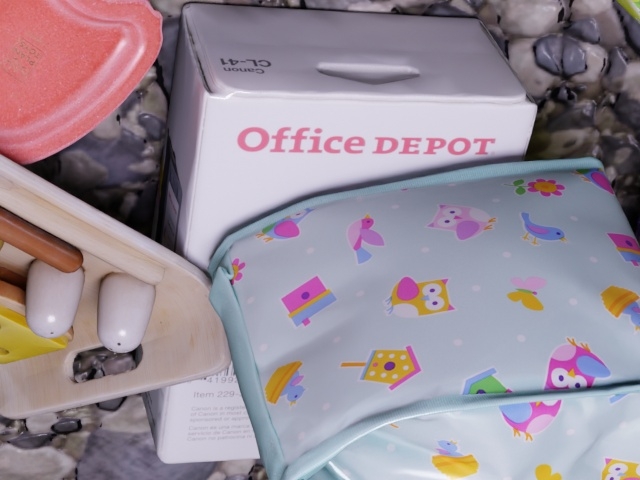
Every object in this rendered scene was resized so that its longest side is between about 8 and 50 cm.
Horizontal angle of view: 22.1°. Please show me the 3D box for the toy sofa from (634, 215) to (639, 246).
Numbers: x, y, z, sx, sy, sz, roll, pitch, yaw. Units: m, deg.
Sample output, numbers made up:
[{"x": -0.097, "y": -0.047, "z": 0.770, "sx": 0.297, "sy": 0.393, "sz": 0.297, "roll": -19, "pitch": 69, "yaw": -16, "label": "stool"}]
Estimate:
[{"x": 0.315, "y": -0.018, "z": 1.239, "sx": 0.150, "sy": 0.177, "sz": 0.362, "roll": 12, "pitch": 125, "yaw": 6, "label": "toy sofa"}]

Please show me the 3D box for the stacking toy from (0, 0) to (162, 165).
[{"x": -0.200, "y": -0.215, "z": 0.930, "sx": 0.279, "sy": 0.130, "sz": 0.309, "roll": -48, "pitch": 140, "yaw": -7, "label": "stacking toy"}]

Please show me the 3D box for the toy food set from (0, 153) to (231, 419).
[{"x": -0.235, "y": 0.037, "z": 1.016, "sx": 0.220, "sy": 0.092, "sz": 0.306, "roll": -16, "pitch": 146, "yaw": 36, "label": "toy food set"}]

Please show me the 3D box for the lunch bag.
[{"x": 0.073, "y": 0.072, "z": 1.000, "sx": 0.262, "sy": 0.223, "sz": 0.160, "roll": -5, "pitch": 132, "yaw": -13, "label": "lunch bag"}]

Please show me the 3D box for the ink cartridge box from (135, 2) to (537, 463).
[{"x": 0.000, "y": 0.000, "z": 1.150, "sx": 0.226, "sy": 0.131, "sz": 0.306, "roll": 1, "pitch": 124, "yaw": -17, "label": "ink cartridge box"}]

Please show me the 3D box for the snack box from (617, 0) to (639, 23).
[{"x": 0.149, "y": -0.239, "z": 0.987, "sx": 0.070, "sy": 0.174, "sz": 0.207, "roll": -37, "pitch": 126, "yaw": 7, "label": "snack box"}]
